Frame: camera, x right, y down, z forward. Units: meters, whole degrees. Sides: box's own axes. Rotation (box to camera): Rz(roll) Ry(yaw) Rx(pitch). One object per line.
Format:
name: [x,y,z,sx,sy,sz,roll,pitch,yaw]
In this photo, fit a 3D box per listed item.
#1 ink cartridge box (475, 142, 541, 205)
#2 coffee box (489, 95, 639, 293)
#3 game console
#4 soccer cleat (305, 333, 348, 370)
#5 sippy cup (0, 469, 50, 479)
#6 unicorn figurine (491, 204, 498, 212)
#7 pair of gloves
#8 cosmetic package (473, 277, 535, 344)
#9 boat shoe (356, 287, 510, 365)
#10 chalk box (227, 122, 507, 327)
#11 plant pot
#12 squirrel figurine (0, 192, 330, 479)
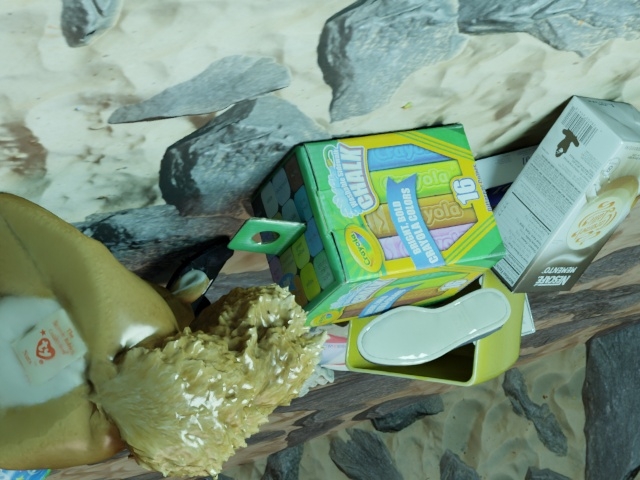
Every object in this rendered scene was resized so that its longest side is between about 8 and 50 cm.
ink cartridge box: [0.206,-0.072,1.835,0.207,0.046,0.097,-15,166,-7]
coffee box: [0.320,-0.055,1.740,0.141,0.098,0.246,0,131,-46]
game console: [-0.208,0.108,1.908,0.213,0.044,0.361,-44,173,-44]
soccer cleat: [-0.040,0.178,2.392,0.318,0.108,0.116,-5,136,-20]
sippy cup: [-0.435,0.223,1.888,0.240,0.305,0.224,29,130,-23]
unicorn figurine: [0.214,-0.040,1.925,0.162,0.060,0.111,-14,170,-19]
pair of gloves: [-0.009,0.176,2.305,0.240,0.042,0.204,-39,136,11]
cosmetic package: [0.225,0.130,2.326,0.160,0.113,0.309,-12,176,-17]
boat shoe: [0.136,0.116,1.688,0.206,0.075,0.065,-16,161,-19]
chalk box: [0.037,-0.010,1.617,0.289,0.179,0.180,-10,163,-26]
plant pot: [0.183,0.094,1.937,0.212,0.212,0.187,4,175,37]
squirrel figurine: [-0.204,0.135,1.545,0.397,0.281,0.370,18,180,14]
